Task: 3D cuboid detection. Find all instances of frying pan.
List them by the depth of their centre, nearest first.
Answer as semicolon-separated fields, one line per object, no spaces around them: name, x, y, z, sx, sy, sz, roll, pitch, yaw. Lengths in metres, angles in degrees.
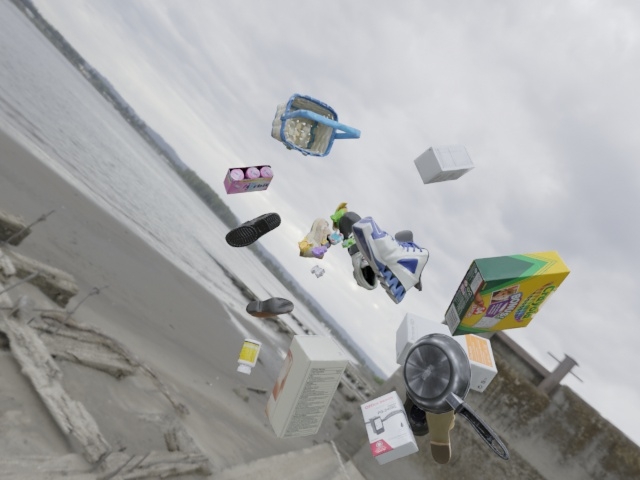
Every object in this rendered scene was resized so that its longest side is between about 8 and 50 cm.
frying pan;0.294;0.381;1.056;0.053;0.197;0.326;23;41;-38

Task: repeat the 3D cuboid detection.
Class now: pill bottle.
pill bottle;-0.259;0.419;1.569;0.065;0.116;0.065;13;-23;6

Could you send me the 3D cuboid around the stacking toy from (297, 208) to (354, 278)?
stacking toy;0.029;0.014;1.577;0.052;0.221;0.167;33;-25;42

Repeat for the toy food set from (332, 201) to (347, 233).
toy food set;0.121;-0.103;2.295;0.071;0.128;0.218;26;-37;18

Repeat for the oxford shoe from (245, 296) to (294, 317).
oxford shoe;-0.198;0.284;1.802;0.212;0.076;0.076;-6;-38;22

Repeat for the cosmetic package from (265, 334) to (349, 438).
cosmetic package;-0.047;0.456;1.367;0.153;0.296;0.129;12;19;-34

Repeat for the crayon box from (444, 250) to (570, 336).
crayon box;0.657;0.201;1.575;0.363;0.313;0.106;95;-13;-49

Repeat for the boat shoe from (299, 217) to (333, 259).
boat shoe;0.000;0.000;1.884;0.110;0.122;0.341;17;26;6

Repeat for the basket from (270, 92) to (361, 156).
basket;-0.027;-0.409;1.568;0.254;0.201;0.289;13;-2;-34

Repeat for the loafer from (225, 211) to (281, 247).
loafer;-0.250;-0.041;1.631;0.078;0.220;0.080;-135;-157;-72

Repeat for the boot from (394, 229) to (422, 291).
boot;0.435;0.096;2.126;0.263;0.091;0.229;-94;168;-56

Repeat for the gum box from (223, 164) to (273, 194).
gum box;-0.290;-0.250;1.784;0.107;0.188;0.062;-47;-121;54

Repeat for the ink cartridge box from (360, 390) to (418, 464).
ink cartridge box;0.179;0.496;1.159;0.063;0.109;0.150;59;9;-36

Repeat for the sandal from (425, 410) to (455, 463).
sandal;0.393;0.588;1.413;0.088;0.240;0.079;-1;-1;25

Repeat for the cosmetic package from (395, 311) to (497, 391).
cosmetic package;0.614;0.551;2.165;0.453;0.162;0.230;18;31;-1

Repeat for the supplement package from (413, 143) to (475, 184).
supplement package;0.594;-0.368;2.089;0.134;0.244;0.139;-39;-113;53

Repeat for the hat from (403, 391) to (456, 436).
hat;0.457;0.710;1.934;0.331;0.331;0.134;51;3;-36

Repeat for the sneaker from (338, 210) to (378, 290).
sneaker;0.170;0.042;1.729;0.146;0.122;0.331;-147;-142;-77

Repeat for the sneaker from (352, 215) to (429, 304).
sneaker;0.245;0.037;1.437;0.316;0.182;0.127;60;-9;-19
